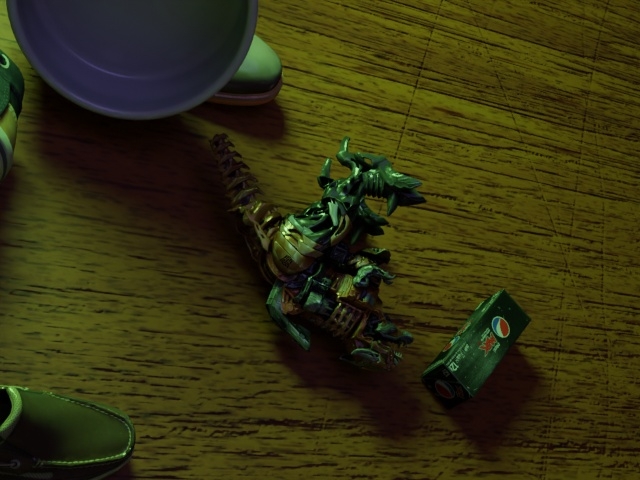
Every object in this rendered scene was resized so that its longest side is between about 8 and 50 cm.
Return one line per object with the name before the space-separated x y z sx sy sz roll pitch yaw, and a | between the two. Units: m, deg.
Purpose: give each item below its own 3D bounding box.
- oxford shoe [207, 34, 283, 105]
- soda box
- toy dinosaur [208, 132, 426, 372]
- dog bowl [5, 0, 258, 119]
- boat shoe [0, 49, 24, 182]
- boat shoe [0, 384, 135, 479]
oxford shoe | -0.191 -0.284 1.181 0.363 0.132 0.130 26 53 -18
soda box | 0.199 0.136 1.243 0.060 0.053 0.169 48 50 -1
toy dinosaur | 0.000 0.000 1.142 0.218 0.164 0.322 -45 114 -25
dog bowl | -0.203 -0.273 1.075 0.264 0.265 0.104 23 26 -20
boat shoe | -0.505 -0.221 0.922 0.500 0.187 0.156 32 46 -20
boat shoe | -0.283 0.174 0.886 0.257 0.095 0.095 7 61 -29
